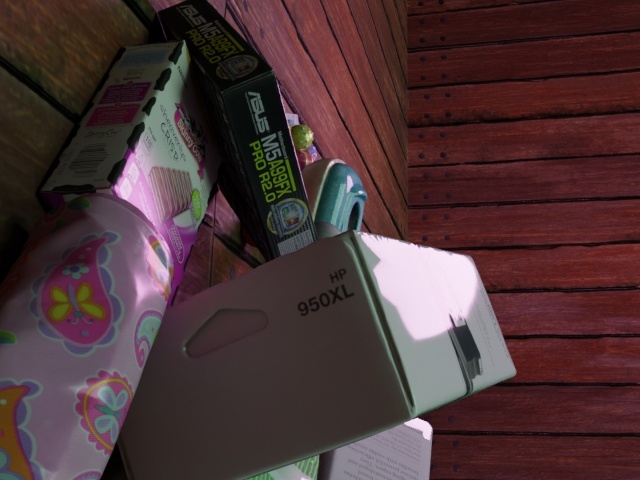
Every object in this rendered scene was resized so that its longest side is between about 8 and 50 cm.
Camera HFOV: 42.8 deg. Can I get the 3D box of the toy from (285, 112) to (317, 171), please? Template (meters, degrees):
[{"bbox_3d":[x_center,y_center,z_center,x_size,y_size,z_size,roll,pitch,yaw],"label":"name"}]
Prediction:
[{"bbox_3d":[-0.040,-0.151,1.398,0.237,0.056,0.137,-30,118,-75],"label":"toy"}]

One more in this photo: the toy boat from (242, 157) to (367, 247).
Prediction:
[{"bbox_3d":[0.000,0.000,1.291,0.318,0.148,0.267,-2,103,-73],"label":"toy boat"}]

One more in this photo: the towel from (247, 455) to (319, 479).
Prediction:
[{"bbox_3d":[-0.071,0.255,0.968,0.248,0.038,0.325,53,23,-28],"label":"towel"}]

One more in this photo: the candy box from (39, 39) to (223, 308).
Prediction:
[{"bbox_3d":[-0.169,-0.065,0.792,0.233,0.071,0.159,-80,163,-45],"label":"candy box"}]

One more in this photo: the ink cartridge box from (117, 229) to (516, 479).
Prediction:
[{"bbox_3d":[0.009,0.128,0.852,0.395,0.285,0.166,10,57,-65],"label":"ink cartridge box"}]

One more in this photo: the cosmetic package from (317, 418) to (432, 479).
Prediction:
[{"bbox_3d":[0.022,0.451,1.130,0.230,0.161,0.453,-59,-172,35],"label":"cosmetic package"}]

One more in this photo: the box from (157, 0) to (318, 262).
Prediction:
[{"bbox_3d":[-0.089,-0.115,0.937,0.216,0.060,0.270,53,-17,46],"label":"box"}]

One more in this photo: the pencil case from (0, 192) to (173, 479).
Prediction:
[{"bbox_3d":[-0.193,0.094,0.573,0.284,0.124,0.124,-80,162,-46],"label":"pencil case"}]
